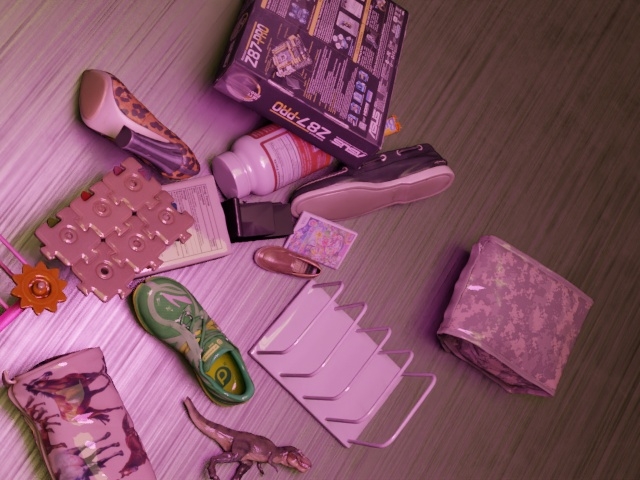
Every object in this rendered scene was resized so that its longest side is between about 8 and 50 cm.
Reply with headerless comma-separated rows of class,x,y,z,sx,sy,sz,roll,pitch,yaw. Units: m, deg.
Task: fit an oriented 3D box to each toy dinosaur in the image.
toy dinosaur,-0.151,0.394,1.816,0.268,0.064,0.118,28,67,-17

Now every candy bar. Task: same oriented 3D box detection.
candy bar,0.095,-0.216,2.023,0.161,0.018,0.040,-23,94,-25

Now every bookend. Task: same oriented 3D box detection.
bookend,-0.111,-0.040,1.830,0.156,0.157,0.072,-6,87,-25

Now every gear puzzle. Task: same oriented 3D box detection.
gear puzzle,-0.355,0.015,1.585,0.175,0.044,0.339,45,49,-2

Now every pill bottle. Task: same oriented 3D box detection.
pill bottle,-0.090,-0.157,1.873,0.216,0.121,0.121,-27,95,-25

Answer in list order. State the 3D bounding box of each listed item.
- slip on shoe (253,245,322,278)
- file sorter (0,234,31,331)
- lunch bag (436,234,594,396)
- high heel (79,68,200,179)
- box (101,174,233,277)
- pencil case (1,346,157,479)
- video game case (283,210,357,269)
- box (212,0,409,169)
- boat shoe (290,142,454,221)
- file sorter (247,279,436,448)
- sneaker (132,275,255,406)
slip on shoe,-0.060,0.044,1.902,0.135,0.041,0.051,20,89,-22
file sorter,-0.601,0.112,1.563,0.182,0.202,0.291,47,68,-9
lunch bag,0.377,0.153,2.028,0.287,0.169,0.235,35,71,-22
high heel,-0.324,-0.204,1.767,0.093,0.261,0.186,-49,140,13
box,-0.295,-0.015,1.757,0.232,0.127,0.149,-13,88,-26
pencil case,-0.382,0.375,1.654,0.183,0.160,0.410,-25,95,-40
video game case,0.000,0.000,1.930,0.122,0.011,0.087,22,112,-21
box,-0.003,-0.367,1.880,0.318,0.097,0.395,29,51,-21
boat shoe,0.091,-0.128,1.960,0.340,0.127,0.113,-15,64,-11
file sorter,0.047,0.231,1.863,0.278,0.173,0.193,46,68,-13
sneaker,-0.211,0.175,1.768,0.109,0.123,0.295,-47,109,-25
